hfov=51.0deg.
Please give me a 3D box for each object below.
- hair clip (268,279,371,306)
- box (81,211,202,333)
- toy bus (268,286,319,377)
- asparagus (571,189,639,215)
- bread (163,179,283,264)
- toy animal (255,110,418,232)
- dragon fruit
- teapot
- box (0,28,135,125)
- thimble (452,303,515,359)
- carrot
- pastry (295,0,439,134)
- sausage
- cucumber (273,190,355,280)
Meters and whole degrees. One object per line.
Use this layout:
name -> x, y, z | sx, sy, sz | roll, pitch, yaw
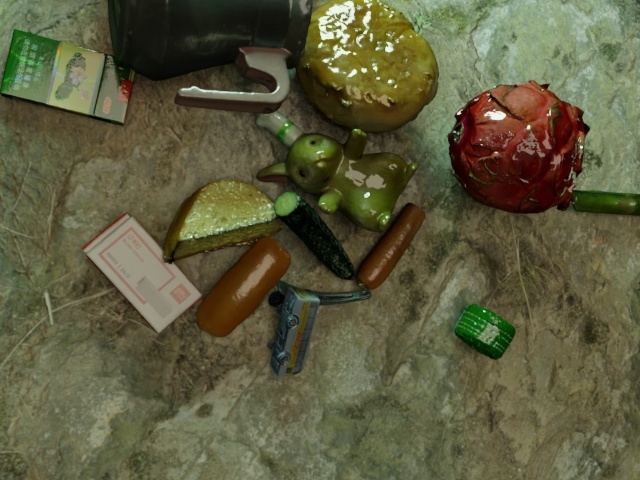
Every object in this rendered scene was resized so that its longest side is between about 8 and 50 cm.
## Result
hair clip -> 0.003, 0.119, 1.468 | 0.229, 0.070, 0.039 | 3, 52, -23
box -> -0.358, 0.066, 1.354 | 0.123, 0.050, 0.229 | -41, 101, -13
toy bus -> -0.057, 0.193, 1.410 | 0.075, 0.064, 0.191 | 1, 112, -27
asparagus -> 0.737, -0.093, 1.682 | 0.277, 0.067, 0.060 | 3, 116, -13
bread -> -0.206, -0.051, 1.359 | 0.260, 0.129, 0.134 | -18, 75, -27
toy animal -> 0.016, -0.147, 1.403 | 0.362, 0.180, 0.181 | 24, 87, -14
dragon fruit -> 0.437, -0.200, 1.478 | 0.301, 0.295, 0.296 | 16, 85, -13
teapot -> -0.201, -0.423, 1.276 | 0.361, 0.305, 0.377 | -4, 73, -24
box -> -0.493, -0.319, 1.324 | 0.234, 0.034, 0.132 | 13, 86, -17
thimble -> 0.376, 0.208, 1.544 | 0.130, 0.118, 0.090 | 31, 84, 13
carrot -> 0.155, 0.019, 1.502 | 0.067, 0.067, 0.225 | 39, 78, -13
pastry -> 0.089, -0.359, 1.422 | 0.315, 0.184, 0.284 | 44, 71, 8
sausage -> -0.159, 0.099, 1.386 | 0.098, 0.098, 0.238 | 42, 86, -12
cucumber -> 0.000, 0.000, 1.407 | 0.068, 0.067, 0.293 | -53, 136, -11
